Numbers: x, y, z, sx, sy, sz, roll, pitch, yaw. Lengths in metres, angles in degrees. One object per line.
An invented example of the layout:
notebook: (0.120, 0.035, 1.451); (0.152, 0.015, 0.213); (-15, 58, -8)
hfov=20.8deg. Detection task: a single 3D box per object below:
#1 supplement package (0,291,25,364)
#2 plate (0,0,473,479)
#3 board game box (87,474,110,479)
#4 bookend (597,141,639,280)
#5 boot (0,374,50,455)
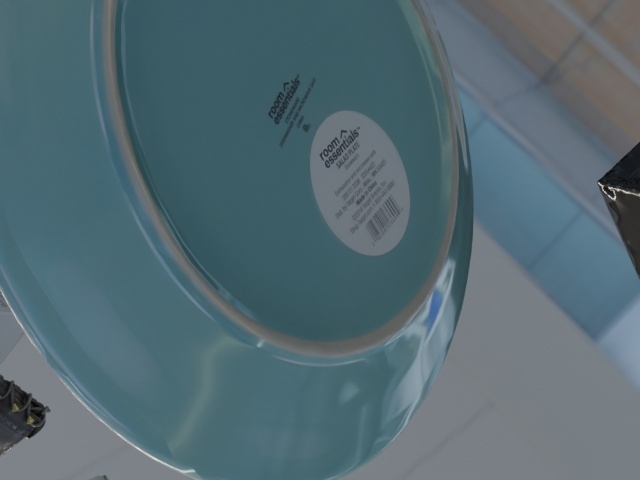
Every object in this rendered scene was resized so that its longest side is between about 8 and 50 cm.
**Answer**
supplement package: (-0.354, 0.082, 1.319); (0.149, 0.194, 0.203); (39, -178, 9)
plate: (-0.013, -0.032, 0.437); (0.188, 0.024, 0.188); (19, -116, -45)
board game box: (-0.217, 0.335, 1.397); (0.303, 0.224, 0.097); (43, 156, 61)
bookend: (0.243, -0.012, 0.904); (0.072, 0.157, 0.156); (20, 146, 53)
boot: (-0.372, 0.119, 1.812); (0.229, 0.263, 0.091); (41, -155, -19)
